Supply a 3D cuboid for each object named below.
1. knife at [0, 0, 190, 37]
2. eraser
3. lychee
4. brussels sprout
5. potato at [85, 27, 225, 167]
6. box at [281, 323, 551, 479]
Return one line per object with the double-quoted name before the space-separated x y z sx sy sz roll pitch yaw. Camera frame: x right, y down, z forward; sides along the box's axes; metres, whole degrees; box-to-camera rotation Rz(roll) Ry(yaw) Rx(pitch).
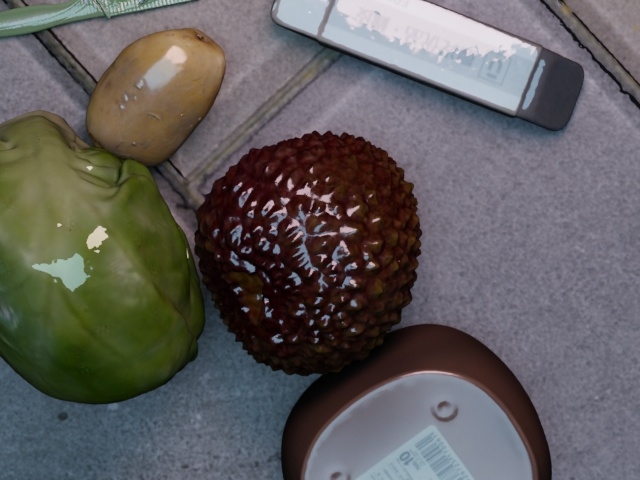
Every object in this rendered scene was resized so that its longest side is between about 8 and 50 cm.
"knife" -0.263 -0.266 1.869 0.293 0.020 0.043 -9 89 2
"eraser" 0.120 -0.216 1.834 0.352 0.061 0.089 21 92 3
"lychee" 0.000 0.000 1.763 0.271 0.271 0.271 0 91 2
"brussels sprout" -0.255 0.027 1.744 0.247 0.328 0.328 -23 90 -19
"potato" -0.183 -0.158 1.824 0.178 0.118 0.109 -49 55 12
"box" 0.106 0.242 1.768 0.301 0.216 0.301 0 90 0
